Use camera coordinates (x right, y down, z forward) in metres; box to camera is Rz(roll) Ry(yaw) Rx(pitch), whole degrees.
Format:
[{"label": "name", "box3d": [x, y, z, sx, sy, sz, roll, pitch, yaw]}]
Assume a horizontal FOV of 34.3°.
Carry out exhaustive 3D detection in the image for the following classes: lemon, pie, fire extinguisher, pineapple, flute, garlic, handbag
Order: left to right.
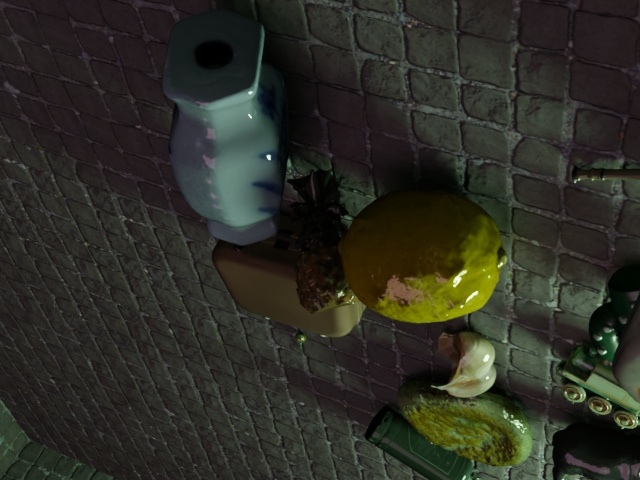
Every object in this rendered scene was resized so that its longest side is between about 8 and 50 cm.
[{"label": "handbag", "box3d": [-0.043, 0.084, 2.051, 0.302, 0.149, 0.283, 13, 142, 25]}, {"label": "pineapple", "box3d": [0.001, 0.000, 1.823, 0.128, 0.128, 0.248, -15, 85, 50]}, {"label": "lemon", "box3d": [0.164, 0.026, 1.705, 0.288, 0.233, 0.233, 5, 141, 20]}, {"label": "fire extinguisher", "box3d": [0.256, 0.509, 2.422, 0.311, 0.114, 0.095, 32, 104, -2]}, {"label": "garlic", "box3d": [0.287, 0.243, 2.039, 0.124, 0.099, 0.174, 10, 144, 7]}, {"label": "pie", "box3d": [0.318, 0.392, 2.246, 0.323, 0.070, 0.323, 21, 150, 13]}, {"label": "flute", "box3d": [0.468, -0.094, 1.470, 0.233, 0.027, 0.027, 3, 139, 38]}]

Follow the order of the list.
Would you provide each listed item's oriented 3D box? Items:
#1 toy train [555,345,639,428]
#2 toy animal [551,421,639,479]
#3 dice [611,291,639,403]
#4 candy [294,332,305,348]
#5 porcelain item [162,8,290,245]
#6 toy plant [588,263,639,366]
[{"label": "toy train", "box3d": [0.524, 0.259, 1.874, 0.194, 0.081, 0.125, 28, 138, 10]}, {"label": "toy animal", "box3d": [0.617, 0.435, 2.013, 0.343, 0.106, 0.168, 0, 130, 32]}, {"label": "dice", "box3d": [0.554, 0.075, 1.322, 0.277, 0.304, 0.304, 21, 159, 14]}, {"label": "candy", "box3d": [-0.048, 0.233, 2.384, 0.083, 0.025, 0.023, 98, 153, -65]}, {"label": "porcelain item", "box3d": [-0.143, -0.168, 1.699, 0.178, 0.242, 0.405, 0, 147, 6]}, {"label": "toy plant", "box3d": [0.545, 0.148, 1.661, 0.232, 0.112, 0.243, 20, 142, 27]}]
